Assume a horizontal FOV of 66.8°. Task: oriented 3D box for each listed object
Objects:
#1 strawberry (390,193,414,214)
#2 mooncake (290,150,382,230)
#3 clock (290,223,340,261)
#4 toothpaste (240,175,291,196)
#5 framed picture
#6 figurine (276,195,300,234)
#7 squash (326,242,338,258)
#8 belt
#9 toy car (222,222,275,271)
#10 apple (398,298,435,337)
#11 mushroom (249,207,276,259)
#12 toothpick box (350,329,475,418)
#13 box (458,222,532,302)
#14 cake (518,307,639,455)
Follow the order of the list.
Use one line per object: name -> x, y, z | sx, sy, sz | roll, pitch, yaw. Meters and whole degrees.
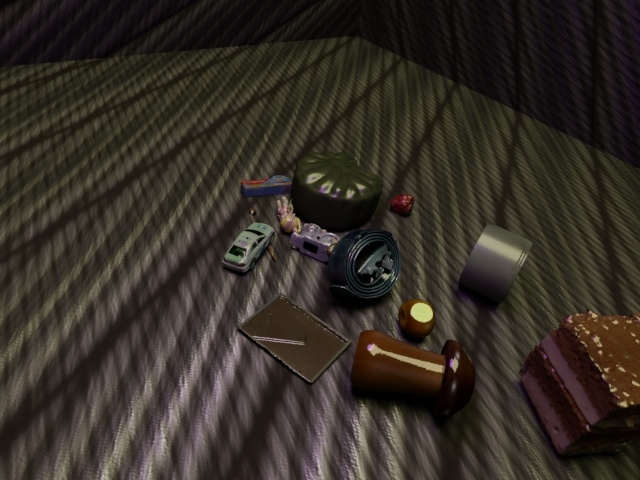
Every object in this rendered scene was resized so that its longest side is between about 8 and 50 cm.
strawberry -> 0.325, -0.143, 1.924 | 0.096, 0.083, 0.083 | 3, 38, 0
mooncake -> 0.049, -0.199, 1.834 | 0.351, 0.187, 0.351 | 8, 40, -7
clock -> 0.000, -0.001, 1.647 | 0.176, 0.080, 0.117 | 24, 40, 17
toothpaste -> -0.215, -0.213, 1.893 | 0.193, 0.044, 0.070 | -8, 40, -24
framed picture -> -0.072, 0.262, 1.343 | 0.265, 0.018, 0.192 | 32, 42, 23
figurine -> -0.116, -0.090, 1.742 | 0.083, 0.083, 0.187 | -3, 38, -19
squash -> 0.105, 0.051, 1.584 | 0.219, 0.077, 0.068 | 6, 4, -40
belt -> 0.126, 0.078, 1.485 | 0.267, 0.206, 0.116 | -29, 14, -34
toy car -> -0.227, 0.009, 1.565 | 0.090, 0.076, 0.224 | 17, 44, 16
apple -> 0.278, 0.228, 1.415 | 0.102, 0.099, 0.114 | 10, 62, 0
mushroom -> -0.203, -0.024, 1.677 | 0.026, 0.028, 0.286 | 38, 17, -43
toothpick box -> 0.231, 0.326, 1.213 | 0.294, 0.192, 0.192 | 11, 37, 10
box -> 0.567, 0.074, 1.583 | 0.149, 0.226, 0.226 | 28, 40, 19
cake -> 0.695, 0.359, 1.199 | 0.255, 0.290, 0.282 | 1, 39, -11
